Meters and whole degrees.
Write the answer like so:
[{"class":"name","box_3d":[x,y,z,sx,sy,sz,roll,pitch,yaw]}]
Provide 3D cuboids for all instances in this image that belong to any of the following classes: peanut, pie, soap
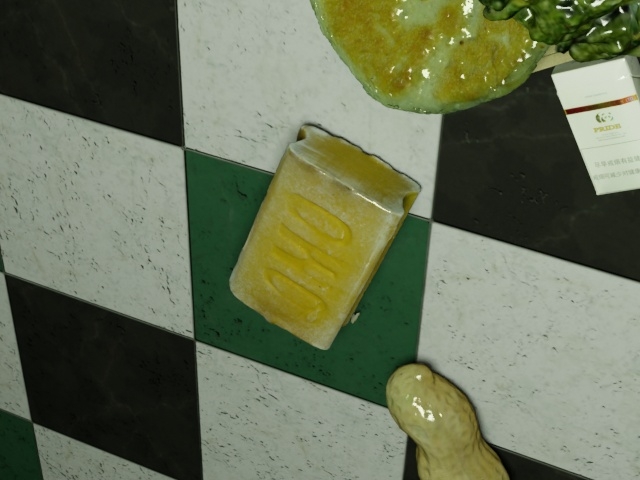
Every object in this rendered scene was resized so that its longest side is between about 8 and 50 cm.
[{"class":"peanut","box_3d":[0.173,0.277,1.599,0.117,0.101,0.263,-20,114,18]},{"class":"pie","box_3d":[0.116,-0.275,1.190,0.323,0.070,0.323,15,115,35]},{"class":"soap","box_3d":[0.000,0.000,1.495,0.173,0.089,0.274,31,133,7]}]

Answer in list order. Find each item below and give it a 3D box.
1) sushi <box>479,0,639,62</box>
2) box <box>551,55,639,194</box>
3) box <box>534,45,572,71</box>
[{"class":"sushi","box_3d":[0.223,-0.299,0.950,0.178,0.352,0.294,-27,106,38]},{"class":"box","box_3d":[0.312,-0.126,1.247,0.084,0.040,0.154,-8,119,37]},{"class":"box","box_3d":[0.246,-0.210,1.192,0.083,0.079,0.035,-14,117,36]}]
